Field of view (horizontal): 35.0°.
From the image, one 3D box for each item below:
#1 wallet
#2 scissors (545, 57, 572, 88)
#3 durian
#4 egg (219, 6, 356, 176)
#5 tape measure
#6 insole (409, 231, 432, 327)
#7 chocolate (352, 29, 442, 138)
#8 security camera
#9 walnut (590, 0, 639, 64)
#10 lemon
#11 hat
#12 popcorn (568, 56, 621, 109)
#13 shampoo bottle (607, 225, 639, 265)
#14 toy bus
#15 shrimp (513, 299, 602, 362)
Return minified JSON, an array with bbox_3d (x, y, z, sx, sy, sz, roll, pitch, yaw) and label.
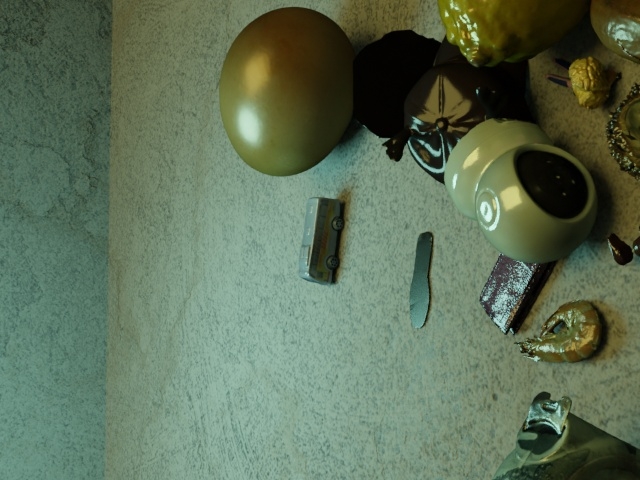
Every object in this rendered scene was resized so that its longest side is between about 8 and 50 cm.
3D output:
[{"bbox_3d":[0.325,0.064,1.707,0.111,0.030,0.165,53,126,50],"label":"wallet"},{"bbox_3d":[0.414,-0.271,1.679,0.113,0.012,0.039,43,118,55],"label":"scissors"},{"bbox_3d":[0.485,-0.173,1.401,0.196,0.167,0.196,-40,26,25],"label":"durian"},{"bbox_3d":[-0.073,-0.321,2.213,0.301,0.301,0.373,43,118,55],"label":"egg"},{"bbox_3d":[0.346,0.375,1.365,0.147,0.256,0.275,-7,57,64],"label":"tape measure"},{"bbox_3d":[0.193,0.075,1.945,0.064,0.004,0.188,-5,76,58],"label":"insole"},{"bbox_3d":[0.178,-0.275,1.981,0.177,0.207,0.224,57,-149,-70],"label":"chocolate"},{"bbox_3d":[0.323,-0.065,1.598,0.194,0.195,0.236,-62,35,27],"label":"security camera"},{"bbox_3d":[0.478,-0.324,1.486,0.137,0.137,0.245,-64,31,25],"label":"walnut"},{"bbox_3d":[0.321,-0.437,1.627,0.285,0.286,0.316,-43,42,45],"label":"lemon"},{"bbox_3d":[0.232,-0.248,1.739,0.238,0.209,0.336,-6,77,32],"label":"hat"},{"bbox_3d":[0.434,-0.250,1.594,0.084,0.084,0.084,-24,61,54],"label":"popcorn"},{"bbox_3d":[0.502,-0.014,1.404,0.236,0.067,0.068,-30,65,52],"label":"shampoo bottle"},{"bbox_3d":[0.000,0.000,2.218,0.064,0.075,0.190,0,80,58],"label":"toy bus"},{"bbox_3d":[0.371,0.147,1.596,0.180,0.041,0.099,-24,60,55],"label":"shrimp"}]
